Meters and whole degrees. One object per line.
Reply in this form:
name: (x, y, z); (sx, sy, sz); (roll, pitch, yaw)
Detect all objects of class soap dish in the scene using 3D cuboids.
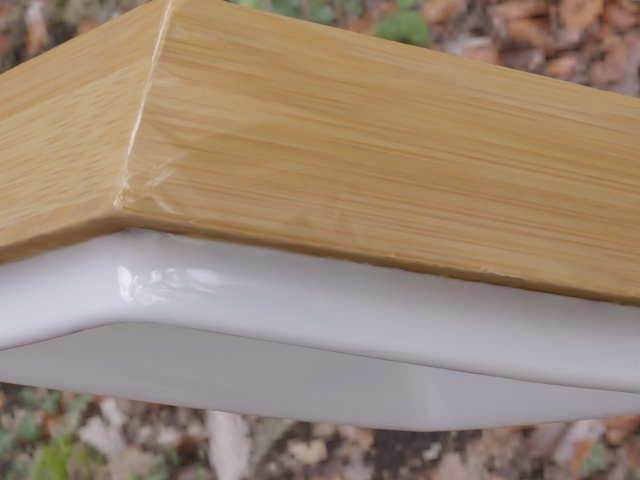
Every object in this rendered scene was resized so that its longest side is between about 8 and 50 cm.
soap dish: (0.000, 0.000, 0.739); (0.291, 0.118, 0.229); (9, -13, -32)
